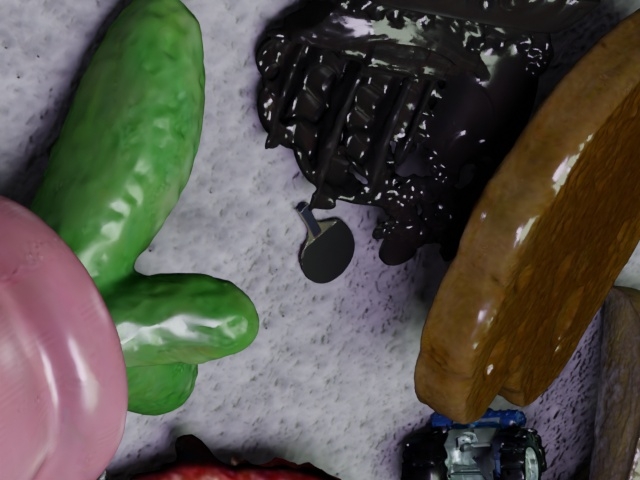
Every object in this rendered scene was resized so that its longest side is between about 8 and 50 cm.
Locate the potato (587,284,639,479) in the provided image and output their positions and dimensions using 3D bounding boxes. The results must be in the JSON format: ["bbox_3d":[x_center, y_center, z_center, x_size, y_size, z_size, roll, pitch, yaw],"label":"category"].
[{"bbox_3d":[0.296,0.161,1.677,0.120,0.100,0.261,13,72,-18],"label":"potato"}]

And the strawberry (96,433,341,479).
[{"bbox_3d":[-0.105,0.260,1.517,0.306,0.137,0.233,23,79,-19],"label":"strawberry"}]

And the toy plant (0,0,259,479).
[{"bbox_3d":[-0.189,0.039,1.246,0.356,0.210,0.317,-26,128,-41],"label":"toy plant"}]

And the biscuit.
[{"bbox_3d":[0.191,-0.011,1.546,0.359,0.074,0.381,-38,155,-39],"label":"biscuit"}]

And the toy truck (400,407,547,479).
[{"bbox_3d":[0.153,0.240,1.692,0.126,0.113,0.208,-56,136,-56],"label":"toy truck"}]

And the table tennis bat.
[{"bbox_3d":[0.000,0.000,1.509,0.050,0.007,0.083,-42,135,-12],"label":"table tennis bat"}]

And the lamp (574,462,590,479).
[{"bbox_3d":[0.324,0.249,1.813,0.258,0.180,0.180,-40,133,-18],"label":"lamp"}]

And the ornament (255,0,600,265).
[{"bbox_3d":[0.061,-0.105,1.444,0.251,0.106,0.260,8,118,-34],"label":"ornament"}]
